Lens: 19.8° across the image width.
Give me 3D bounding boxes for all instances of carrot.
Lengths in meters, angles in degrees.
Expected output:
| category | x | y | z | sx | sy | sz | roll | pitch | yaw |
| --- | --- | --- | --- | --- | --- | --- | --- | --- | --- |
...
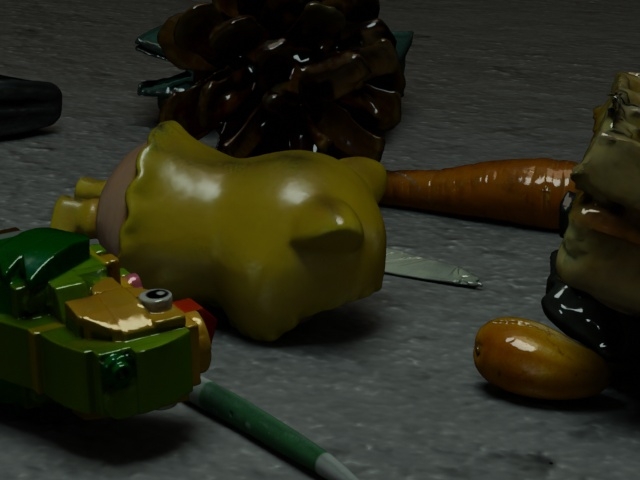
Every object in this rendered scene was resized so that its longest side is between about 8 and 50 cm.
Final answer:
| category | x | y | z | sx | sy | sz | roll | pitch | yaw |
| --- | --- | --- | --- | --- | --- | --- | --- | --- | --- |
| carrot | 0.122 | -0.047 | 1.584 | 0.256 | 0.061 | 0.061 | 6 | 15 | 21 |

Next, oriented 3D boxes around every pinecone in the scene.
| category | x | y | z | sx | sy | sz | roll | pitch | yaw |
| --- | --- | --- | --- | --- | --- | --- | --- | --- | --- |
| pinecone | -0.040 | -0.130 | 1.570 | 0.229 | 0.202 | 0.201 | -27 | 36 | 31 |

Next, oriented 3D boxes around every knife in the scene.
| category | x | y | z | sx | sy | sz | roll | pitch | yaw |
| --- | --- | --- | --- | --- | --- | --- | --- | --- | --- |
| knife | 0.000 | 0.003 | 1.452 | 0.298 | 0.017 | 0.047 | 16 | 21 | 29 |

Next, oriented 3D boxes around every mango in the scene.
| category | x | y | z | sx | sy | sz | roll | pitch | yaw |
| --- | --- | --- | --- | --- | --- | --- | --- | --- | --- |
| mango | 0.139 | 0.075 | 1.145 | 0.089 | 0.046 | 0.060 | 12 | 16 | 16 |

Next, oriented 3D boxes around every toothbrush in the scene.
| category | x | y | z | sx | sy | sz | roll | pitch | yaw |
| --- | --- | --- | --- | --- | --- | --- | --- | --- | --- |
| toothbrush | -0.009 | 0.117 | 1.016 | 0.024 | 0.018 | 0.257 | -5 | 16 | -36 |

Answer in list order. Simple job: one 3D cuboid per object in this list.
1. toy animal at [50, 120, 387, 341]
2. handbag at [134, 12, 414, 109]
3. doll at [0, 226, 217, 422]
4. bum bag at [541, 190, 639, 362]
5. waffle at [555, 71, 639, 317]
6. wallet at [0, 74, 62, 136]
| category | x | y | z | sx | sy | sz | roll | pitch | yaw |
| --- | --- | --- | --- | --- | --- | --- | --- | --- | --- |
| toy animal | -0.068 | -0.013 | 1.263 | 0.229 | 0.156 | 0.156 | 2 | 15 | 12 |
| handbag | -0.046 | -0.175 | 1.966 | 0.268 | 0.100 | 0.274 | 8 | 16 | 5 |
| doll | -0.153 | 0.053 | 1.059 | 0.186 | 0.106 | 0.134 | 11 | 23 | 28 |
| bum bag | 0.222 | 0.026 | 1.288 | 0.142 | 0.080 | 0.326 | 17 | 17 | 10 |
| waffle | 0.338 | 0.007 | 1.144 | 0.376 | 0.114 | 0.261 | 19 | 20 | 7 |
| wallet | -0.474 | -0.163 | 1.895 | 0.406 | 0.062 | 0.228 | 16 | 20 | 42 |
